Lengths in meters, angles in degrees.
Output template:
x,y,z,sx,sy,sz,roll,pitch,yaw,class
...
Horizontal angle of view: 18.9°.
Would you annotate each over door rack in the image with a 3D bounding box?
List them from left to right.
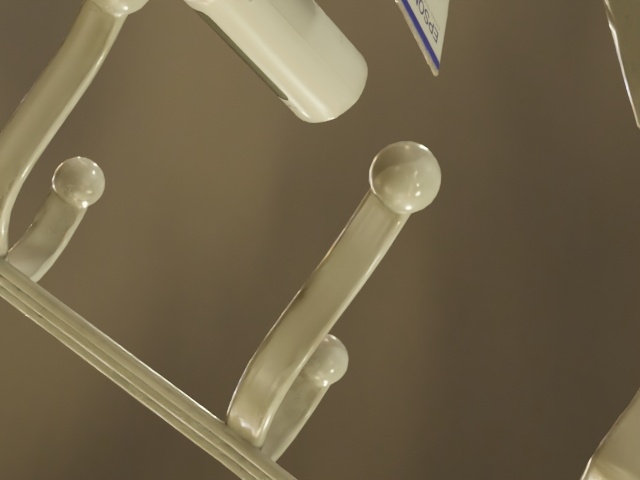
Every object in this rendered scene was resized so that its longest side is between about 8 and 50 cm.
x,y,z,sx,sy,sz,roll,pitch,yaw,class
0.000,0.000,0.519,0.108,0.239,0.324,-52,169,-15,over door rack

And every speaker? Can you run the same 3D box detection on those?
x,y,z,sx,sy,sz,roll,pitch,yaw,class
-0.027,-0.124,1.101,0.055,0.136,0.055,-16,-125,25,speaker

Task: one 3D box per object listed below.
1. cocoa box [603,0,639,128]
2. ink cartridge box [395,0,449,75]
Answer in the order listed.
x,y,z,sx,sy,sz,roll,pitch,yaw,class
0.247,-0.181,0.484,0.347,0.228,0.231,-46,-139,44,cocoa box
0.031,-0.280,1.071,0.069,0.176,0.371,-10,-131,22,ink cartridge box
